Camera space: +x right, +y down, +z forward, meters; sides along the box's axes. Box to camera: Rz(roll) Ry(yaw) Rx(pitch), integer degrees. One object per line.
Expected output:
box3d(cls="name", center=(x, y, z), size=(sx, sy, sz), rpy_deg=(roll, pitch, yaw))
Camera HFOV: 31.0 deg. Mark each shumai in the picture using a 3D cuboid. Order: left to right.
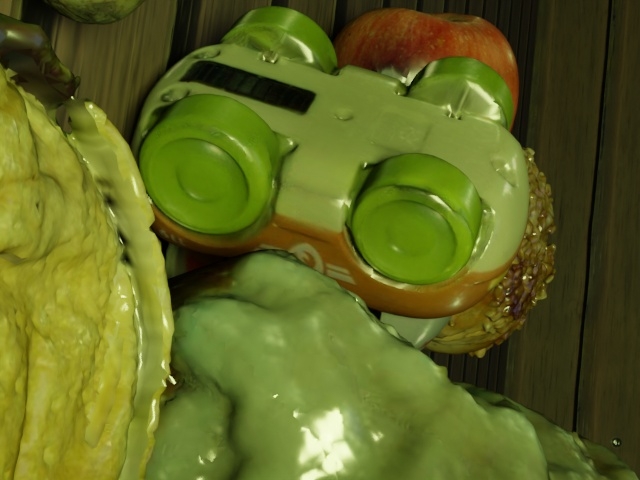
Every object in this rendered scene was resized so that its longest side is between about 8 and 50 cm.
box3d(cls="shumai", center=(-0.021, 0.146, 0.548), size=(0.263, 0.309, 0.304), rpy_deg=(50, 16, -21))

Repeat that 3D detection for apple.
box3d(cls="apple", center=(0.078, -0.108, 0.992), size=(0.199, 0.199, 0.199), rpy_deg=(4, 90, -74))

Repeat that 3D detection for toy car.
box3d(cls="toy car", center=(0.000, 0.000, 0.681), size=(0.145, 0.235, 0.235), rpy_deg=(-64, 153, -50))

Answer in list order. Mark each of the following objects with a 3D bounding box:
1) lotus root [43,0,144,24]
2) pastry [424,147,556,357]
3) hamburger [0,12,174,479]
box3d(cls="lotus root", center=(-0.106, -0.158, 0.474), size=(0.179, 0.080, 0.089), rpy_deg=(63, 36, -60))
box3d(cls="pastry", center=(0.179, -0.010, 1.330), size=(0.316, 0.184, 0.285), rpy_deg=(69, 28, -55))
box3d(cls="hamburger", center=(-0.147, 0.053, 0.300), size=(0.285, 0.134, 0.266), rpy_deg=(49, 49, -59))
